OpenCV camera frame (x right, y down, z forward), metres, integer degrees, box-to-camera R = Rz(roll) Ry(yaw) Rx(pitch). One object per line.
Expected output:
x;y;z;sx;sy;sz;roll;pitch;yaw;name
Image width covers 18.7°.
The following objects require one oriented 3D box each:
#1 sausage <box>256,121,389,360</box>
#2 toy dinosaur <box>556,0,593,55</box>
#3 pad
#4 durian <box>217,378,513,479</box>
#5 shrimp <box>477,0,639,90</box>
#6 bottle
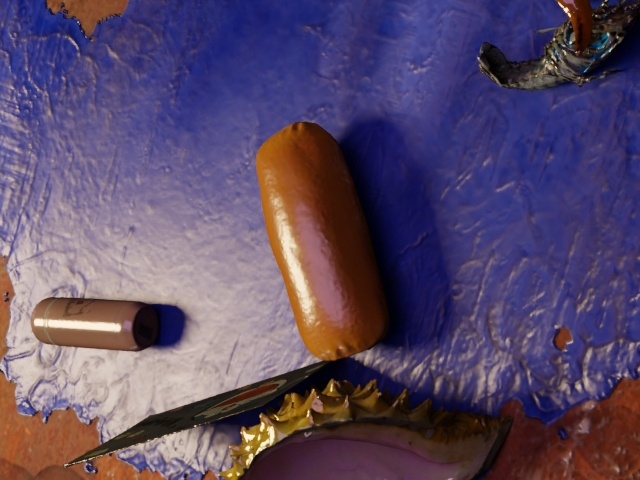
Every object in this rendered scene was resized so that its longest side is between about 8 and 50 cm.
0.000;0.000;1.878;0.098;0.098;0.238;-24;75;29;sausage
0.162;-0.363;1.800;0.208;0.097;0.432;-3;79;28;toy dinosaur
-0.115;0.166;1.891;0.245;0.170;0.006;-19;95;30;pad
0.001;0.202;1.802;0.305;0.195;0.185;-30;64;29;durian
0.230;-0.179;1.775;0.174;0.076;0.082;-18;35;34;shrimp
-0.238;0.088;2.042;0.140;0.053;0.053;1;86;33;bottle
